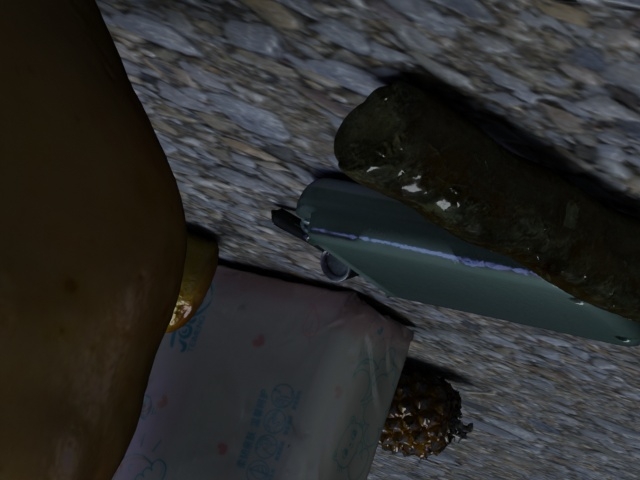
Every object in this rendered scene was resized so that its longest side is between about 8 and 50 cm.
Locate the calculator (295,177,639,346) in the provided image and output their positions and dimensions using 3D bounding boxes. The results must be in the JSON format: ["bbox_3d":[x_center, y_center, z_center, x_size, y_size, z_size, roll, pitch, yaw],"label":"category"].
[{"bbox_3d":[0.097,0.014,1.213,0.246,0.045,0.141,12,167,34],"label":"calculator"}]

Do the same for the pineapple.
[{"bbox_3d":[0.035,0.146,1.833,0.221,0.103,0.083,17,135,13],"label":"pineapple"}]

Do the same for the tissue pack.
[{"bbox_3d":[-0.061,0.167,1.628,0.201,0.271,0.124,12,167,28],"label":"tissue pack"}]

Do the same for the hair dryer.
[{"bbox_3d":[0.000,0.000,1.345,0.083,0.026,0.047,27,-156,28],"label":"hair dryer"}]

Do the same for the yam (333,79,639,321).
[{"bbox_3d":[0.118,-0.010,1.034,0.253,0.061,0.061,26,167,-33],"label":"yam"}]

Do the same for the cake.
[{"bbox_3d":[-0.112,0.032,1.555,0.044,0.084,0.084,28,167,-10],"label":"cake"}]

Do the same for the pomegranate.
[{"bbox_3d":[-0.270,-0.008,0.834,0.411,0.411,0.411,18,169,4],"label":"pomegranate"}]
